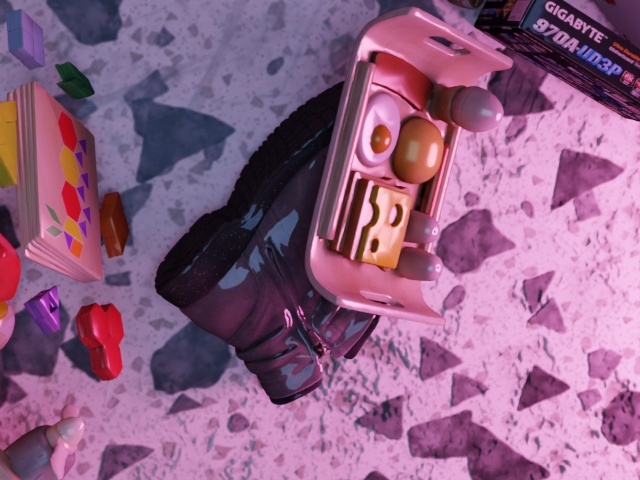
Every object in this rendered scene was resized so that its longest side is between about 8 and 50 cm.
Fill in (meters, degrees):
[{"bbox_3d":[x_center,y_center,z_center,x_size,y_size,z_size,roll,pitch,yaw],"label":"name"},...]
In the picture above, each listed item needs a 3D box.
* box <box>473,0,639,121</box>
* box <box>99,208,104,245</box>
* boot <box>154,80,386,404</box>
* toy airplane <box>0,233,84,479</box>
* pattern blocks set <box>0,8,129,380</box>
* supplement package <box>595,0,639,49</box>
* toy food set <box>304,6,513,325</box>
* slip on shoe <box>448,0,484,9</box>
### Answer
[{"bbox_3d":[0.288,-0.196,1.420,0.220,0.175,0.051,29,94,-12],"label":"box"},{"bbox_3d":[-0.273,-0.021,1.437,0.067,0.018,0.083,-36,103,-2],"label":"box"},{"bbox_3d":[0.000,0.000,1.453,0.222,0.118,0.338,42,94,-21],"label":"boot"},{"bbox_3d":[-0.423,0.136,1.340,0.384,0.272,0.386,3,111,28],"label":"toy airplane"},{"bbox_3d":[-0.260,-0.050,1.302,0.026,0.285,0.325,-12,59,13],"label":"pattern blocks set"},{"bbox_3d":[0.380,-0.327,1.411,0.175,0.177,0.293,-41,102,-4],"label":"supplement package"},{"bbox_3d":[0.106,-0.069,1.382,0.219,0.092,0.306,13,90,-54],"label":"toy food set"},{"bbox_3d":[0.180,-0.316,1.453,0.051,0.041,0.135,36,77,-47],"label":"slip on shoe"}]
